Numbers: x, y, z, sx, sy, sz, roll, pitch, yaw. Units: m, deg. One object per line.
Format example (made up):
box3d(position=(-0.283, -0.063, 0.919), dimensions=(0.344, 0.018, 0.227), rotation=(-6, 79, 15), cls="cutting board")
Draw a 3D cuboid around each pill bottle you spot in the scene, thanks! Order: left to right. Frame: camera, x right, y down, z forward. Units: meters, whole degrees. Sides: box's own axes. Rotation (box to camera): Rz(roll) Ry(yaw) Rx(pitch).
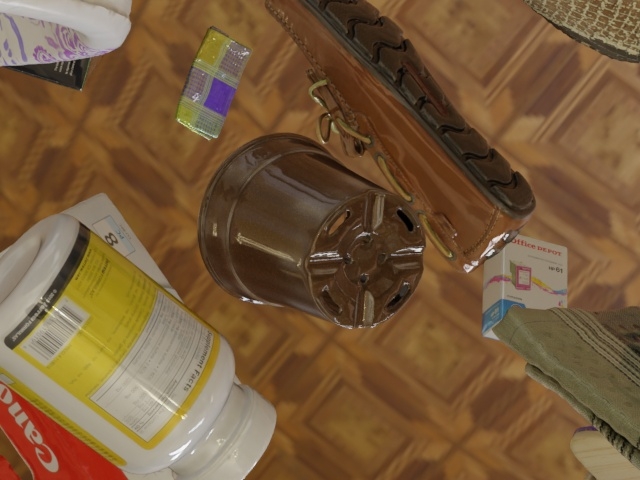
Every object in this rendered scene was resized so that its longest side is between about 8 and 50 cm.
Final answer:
box3d(position=(-0.118, 0.075, 1.000), dimensions=(0.184, 0.103, 0.103), rotation=(41, 137, -21), cls="pill bottle")

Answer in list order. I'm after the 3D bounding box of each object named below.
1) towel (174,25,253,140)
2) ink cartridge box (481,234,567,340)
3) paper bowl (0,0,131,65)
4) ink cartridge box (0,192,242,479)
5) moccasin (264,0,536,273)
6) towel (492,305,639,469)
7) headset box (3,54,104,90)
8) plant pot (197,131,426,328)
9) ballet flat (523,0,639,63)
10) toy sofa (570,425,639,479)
box3d(position=(-0.086, -0.127, 1.335), dimensions=(0.009, 0.083, 0.060), rotation=(20, 175, 35), cls="towel")
box3d(position=(0.240, 0.059, 1.951), dimensions=(0.088, 0.122, 0.052), rotation=(14, 148, -17), cls="ink cartridge box")
box3d(position=(-0.229, -0.166, 0.764), dimensions=(0.284, 0.284, 0.148), rotation=(1, 91, 33), cls="paper bowl")
box3d(position=(-0.240, 0.132, 1.724), dimensions=(0.091, 0.385, 0.308), rotation=(-34, 92, 21), cls="ink cartridge box")
box3d(position=(0.068, -0.130, 1.806), dimensions=(0.380, 0.139, 0.147), rotation=(48, 120, 2), cls="moccasin")
box3d(position=(0.316, 0.148, 1.169), dimensions=(0.324, 0.312, 0.056), rotation=(44, 122, 40), cls="towel")
box3d(position=(-0.281, -0.238, 1.255), dimensions=(0.283, 0.246, 0.131), rotation=(17, 108, -4), cls="headset box")
box3d(position=(0.000, 0.000, 1.500), dimensions=(0.165, 0.167, 0.167), rotation=(25, 140, 54), cls="plant pot")
box3d(position=(0.059, -0.312, 0.909), dimensions=(0.164, 0.182, 0.483), rotation=(-23, 84, 50), cls="ballet flat")
box3d(position=(0.450, 0.204, 1.701), dimensions=(0.362, 0.150, 0.177), rotation=(-16, 114, 39), cls="toy sofa")
